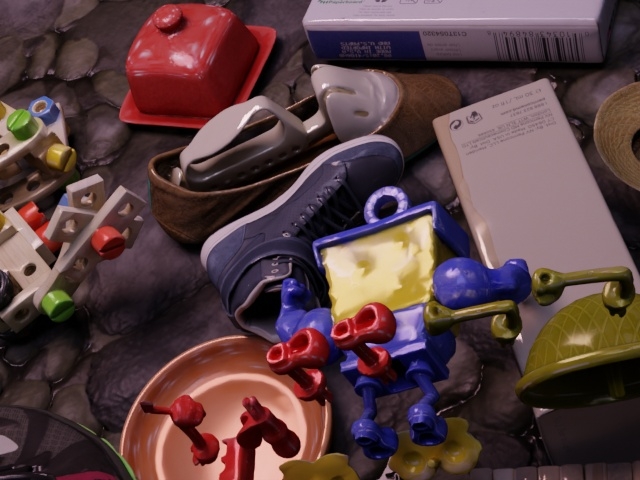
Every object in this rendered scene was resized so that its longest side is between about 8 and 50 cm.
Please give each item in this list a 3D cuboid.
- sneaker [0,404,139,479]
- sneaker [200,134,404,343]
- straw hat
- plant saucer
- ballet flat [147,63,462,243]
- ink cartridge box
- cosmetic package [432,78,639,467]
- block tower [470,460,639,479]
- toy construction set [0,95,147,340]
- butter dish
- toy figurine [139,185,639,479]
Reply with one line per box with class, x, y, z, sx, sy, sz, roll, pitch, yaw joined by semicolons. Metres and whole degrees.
sneaker;-0.235;0.229;0.905;0.483;0.202;0.185;17;71;48
sneaker;0.000;0.002;1.076;0.226;0.086;0.163;-36;28;3
straw hat;0.317;-0.075;1.058;0.145;0.061;0.144;0;59;0
plant saucer;-0.081;0.178;1.032;0.200;0.037;0.200;-10;53;13
ballet flat;-0.023;-0.108;1.170;0.342;0.124;0.116;-22;50;4
ink cartridge box;0.181;-0.333;1.301;0.324;0.071;0.330;5;53;24
cosmetic package;0.197;0.034;0.958;0.113;0.160;0.309;-19;49;8
block tower;0.283;0.214;0.833;0.336;0.097;0.091;-7;52;18
toy construction set;-0.300;-0.026;1.209;0.215;0.151;0.328;-40;40;-11
butter dish;-0.154;-0.216;1.304;0.160;0.118;0.159;7;58;25
toy figurine;0.065;0.027;0.816;0.363;0.191;0.217;-21;47;24
